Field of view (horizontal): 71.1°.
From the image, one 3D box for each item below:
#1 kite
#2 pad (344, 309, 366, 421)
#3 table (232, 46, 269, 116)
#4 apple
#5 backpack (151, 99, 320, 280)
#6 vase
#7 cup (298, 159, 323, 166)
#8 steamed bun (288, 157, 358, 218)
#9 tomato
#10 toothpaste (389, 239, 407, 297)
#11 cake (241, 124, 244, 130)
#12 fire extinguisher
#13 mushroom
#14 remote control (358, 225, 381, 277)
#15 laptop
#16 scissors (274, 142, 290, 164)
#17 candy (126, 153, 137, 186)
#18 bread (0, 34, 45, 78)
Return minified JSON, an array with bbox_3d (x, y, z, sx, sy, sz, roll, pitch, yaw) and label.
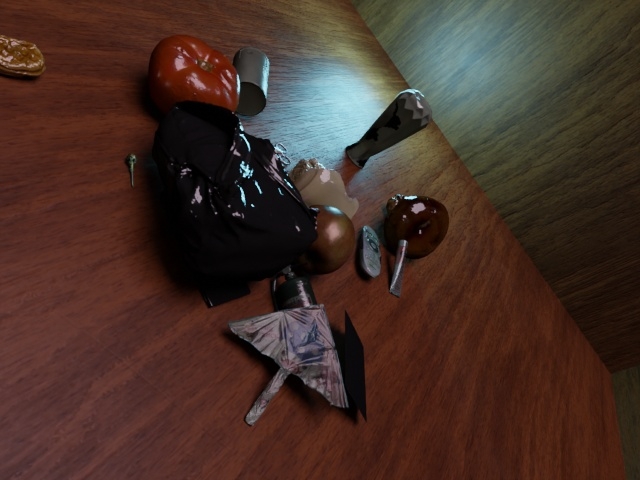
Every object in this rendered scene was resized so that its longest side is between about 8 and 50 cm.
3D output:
[{"bbox_3d":[-0.061,0.264,0.982,0.335,0.011,0.314,39,57,-8],"label":"kite"},{"bbox_3d":[0.090,0.317,1.150,0.243,0.004,0.164,-86,156,-53],"label":"pad"},{"bbox_3d":[-0.233,-0.519,1.458,0.126,0.126,0.220,30,40,-33],"label":"table"},{"bbox_3d":[0.000,0.000,1.238,0.188,0.188,0.174,46,39,-13],"label":"apple"},{"bbox_3d":[-0.211,-0.131,1.028,0.363,0.255,0.446,8,43,-57],"label":"backpack"},{"bbox_3d":[0.269,-0.441,1.798,0.165,0.360,0.165,31,41,-31],"label":"vase"},{"bbox_3d":[-0.039,-0.252,1.530,0.083,0.054,0.075,5,58,-46],"label":"cup"},{"bbox_3d":[0.016,-0.142,1.400,0.225,0.170,0.200,39,32,-25],"label":"steamed bun"},{"bbox_3d":[-0.341,-0.414,1.182,0.260,0.180,0.260,30,39,-28],"label":"tomato"},{"bbox_3d":[0.279,0.097,1.592,0.056,0.036,0.205,26,65,-30],"label":"toothpaste"},{"bbox_3d":[-0.267,-0.332,1.326,0.084,0.044,0.084,34,38,-32],"label":"cake"},{"bbox_3d":[-0.051,0.171,1.108,0.093,0.118,0.294,57,12,-69],"label":"fire extinguisher"},{"bbox_3d":[0.367,-0.055,1.743,0.267,0.267,0.254,52,7,-4],"label":"mushroom"},{"bbox_3d":[0.169,0.038,1.543,0.097,0.045,0.256,42,32,-20],"label":"remote control"},{"bbox_3d":[-0.249,0.053,1.040,0.135,0.016,0.197,-13,73,-56],"label":"laptop"},{"bbox_3d":[-0.163,-0.295,1.441,0.176,0.022,0.085,12,56,-50],"label":"scissors"},{"bbox_3d":[-0.424,-0.157,1.005,0.023,0.025,0.083,58,23,-72],"label":"candy"},{"bbox_3d":[-0.626,-0.374,0.918,0.110,0.044,0.083,-11,73,-52],"label":"bread"}]
